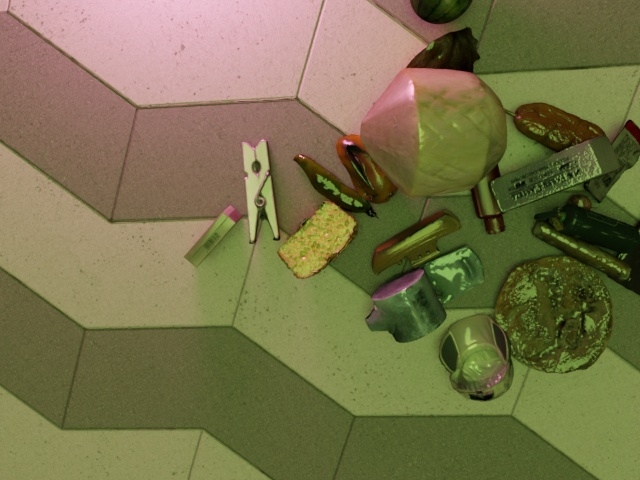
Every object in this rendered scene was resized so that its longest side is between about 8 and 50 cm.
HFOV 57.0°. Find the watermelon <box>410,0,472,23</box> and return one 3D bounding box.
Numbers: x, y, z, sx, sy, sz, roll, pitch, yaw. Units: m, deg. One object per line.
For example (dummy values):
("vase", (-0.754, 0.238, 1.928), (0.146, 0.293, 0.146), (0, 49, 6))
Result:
("watermelon", (0.360, -0.742, 1.720), (0.188, 0.188, 0.215), (34, 120, -1))

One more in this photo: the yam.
("yam", (0.816, 0.029, 1.852), (0.317, 0.067, 0.071), (29, 143, 7))

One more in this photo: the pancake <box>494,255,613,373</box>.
("pancake", (0.746, 0.238, 1.895), (0.387, 0.082, 0.387), (0, 92, 6))

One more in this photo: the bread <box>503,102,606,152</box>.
("bread", (0.715, -0.337, 1.809), (0.344, 0.084, 0.124), (23, 82, 2))

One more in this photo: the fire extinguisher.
("fire extinguisher", (0.814, -0.041, 1.804), (0.311, 0.114, 0.095), (17, 71, -16))

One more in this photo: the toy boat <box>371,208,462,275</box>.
("toy boat", (0.308, 0.019, 1.899), (0.321, 0.089, 0.121), (-31, 110, 9))

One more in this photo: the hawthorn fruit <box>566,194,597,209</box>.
("hawthorn fruit", (0.825, -0.106, 1.848), (0.103, 0.067, 0.067), (17, 100, -11))

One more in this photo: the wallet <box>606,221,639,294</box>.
("wallet", (1.047, 0.020, 1.854), (0.165, 0.042, 0.309), (29, 104, 1))

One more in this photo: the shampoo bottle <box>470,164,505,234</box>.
("shampoo bottle", (0.528, -0.151, 1.863), (0.102, 0.064, 0.260), (-14, 98, 1))

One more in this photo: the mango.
("mango", (0.143, -0.227, 1.848), (0.249, 0.151, 0.156), (46, 135, 2))

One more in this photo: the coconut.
("coconut", (0.315, -0.319, 1.710), (0.415, 0.415, 0.345), (3, 121, 5))

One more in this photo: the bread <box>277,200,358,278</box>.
("bread", (-0.001, 0.005, 1.899), (0.160, 0.147, 0.260), (41, 94, 7))

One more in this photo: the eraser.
("eraser", (0.694, -0.197, 1.760), (0.352, 0.077, 0.111), (-23, 83, 25))

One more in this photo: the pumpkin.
("pumpkin", (0.382, -0.537, 1.777), (0.254, 0.149, 0.130), (-35, 86, 8))

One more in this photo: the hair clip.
("hair clip", (-0.195, -0.158, 1.915), (0.101, 0.085, 0.331), (-5, 97, 4))

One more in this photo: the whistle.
("whistle", (0.334, 0.169, 1.897), (0.404, 0.188, 0.168), (-33, 99, -25))

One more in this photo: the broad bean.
("broad bean", (0.047, -0.165, 1.905), (0.339, 0.061, 0.077), (35, 116, 0))

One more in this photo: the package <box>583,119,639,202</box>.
("package", (0.899, -0.233, 1.795), (0.154, 0.030, 0.239), (26, 103, -41))

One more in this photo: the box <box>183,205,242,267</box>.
("box", (-0.348, -0.015, 1.924), (0.058, 0.141, 0.201), (41, 102, -7))

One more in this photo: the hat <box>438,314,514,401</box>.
("hat", (0.515, 0.380, 1.913), (0.232, 0.161, 0.275), (-18, 73, 20))
